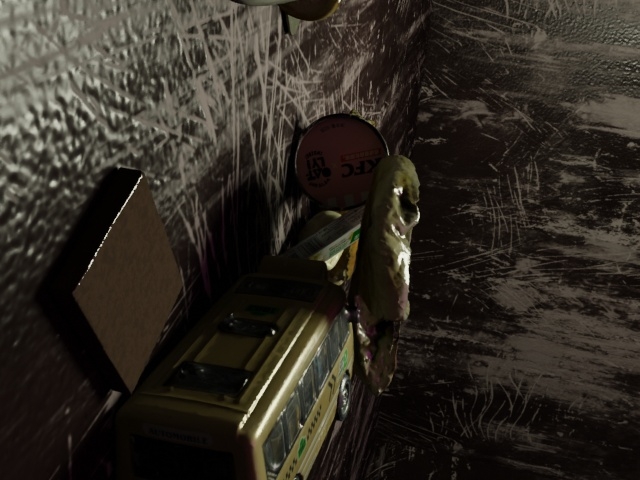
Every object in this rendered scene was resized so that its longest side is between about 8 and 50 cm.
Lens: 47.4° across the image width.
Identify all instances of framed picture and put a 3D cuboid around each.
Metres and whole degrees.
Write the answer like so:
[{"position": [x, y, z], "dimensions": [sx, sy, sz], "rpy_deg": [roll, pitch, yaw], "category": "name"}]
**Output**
[{"position": [-0.169, 0.040, 0.634], "dimensions": [0.168, 0.023, 0.127], "rpy_deg": [85, 20, -52], "category": "framed picture"}]

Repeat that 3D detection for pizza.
[{"position": [0.051, -0.084, 1.435], "dimensions": [0.257, 0.087, 0.268], "rpy_deg": [-72, 167, -52], "category": "pizza"}]

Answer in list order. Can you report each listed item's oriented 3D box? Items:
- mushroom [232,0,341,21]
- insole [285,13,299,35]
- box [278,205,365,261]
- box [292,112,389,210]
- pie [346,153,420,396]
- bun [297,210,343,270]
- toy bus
[{"position": [-0.041, -0.301, 0.713], "dimensions": [0.329, 0.122, 0.159], "rpy_deg": [-35, 143, -75], "category": "mushroom"}, {"position": [-0.045, -0.338, 0.928], "dimensions": [0.192, 0.010, 0.063], "rpy_deg": [79, 25, -63], "category": "insole"}, {"position": [0.025, -0.004, 1.202], "dimensions": [0.207, 0.041, 0.050], "rpy_deg": [-34, 149, -18], "category": "box"}, {"position": [0.036, -0.124, 1.185], "dimensions": [0.135, 0.151, 0.151], "rpy_deg": [-44, 143, -84], "category": "box"}, {"position": [0.082, 0.038, 1.019], "dimensions": [0.337, 0.075, 0.337], "rpy_deg": [-174, -90, -88], "category": "pie"}, {"position": [0.000, 0.000, 1.285], "dimensions": [0.115, 0.069, 0.115], "rpy_deg": [-51, 155, -35], "category": "bun"}, {"position": [-0.074, 0.173, 0.834], "dimensions": [0.365, 0.177, 0.201], "rpy_deg": [-54, 146, -62], "category": "toy bus"}]
